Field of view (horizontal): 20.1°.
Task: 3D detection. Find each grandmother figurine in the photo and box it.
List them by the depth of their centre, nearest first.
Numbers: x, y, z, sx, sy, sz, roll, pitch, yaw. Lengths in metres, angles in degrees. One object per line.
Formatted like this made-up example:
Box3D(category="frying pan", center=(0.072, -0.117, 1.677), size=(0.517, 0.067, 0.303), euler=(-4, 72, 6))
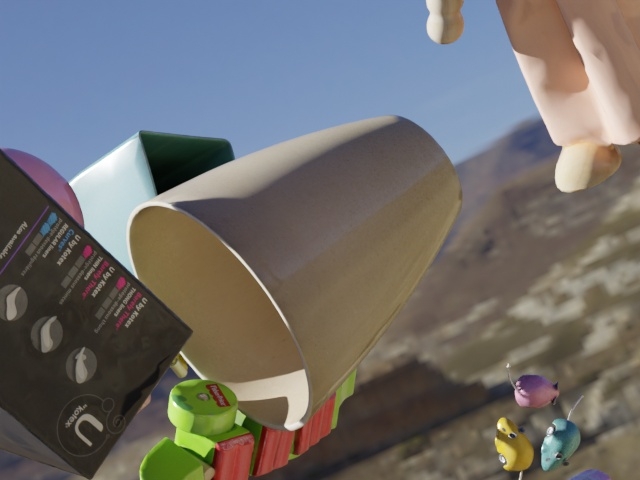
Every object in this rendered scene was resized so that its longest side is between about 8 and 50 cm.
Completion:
Box3D(category="grandmother figurine", center=(0.165, -0.211, 1.289), size=(0.208, 0.342, 0.104), euler=(-32, 25, -3))

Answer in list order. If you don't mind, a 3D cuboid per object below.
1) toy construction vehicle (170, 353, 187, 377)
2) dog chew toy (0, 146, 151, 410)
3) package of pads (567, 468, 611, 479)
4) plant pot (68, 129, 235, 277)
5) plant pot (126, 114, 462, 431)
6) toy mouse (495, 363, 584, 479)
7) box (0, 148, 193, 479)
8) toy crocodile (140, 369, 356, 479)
Box3D(category="toy construction vehicle", center=(-0.134, 0.125, 2.051), size=(0.035, 0.086, 0.098), euler=(-14, 36, 25))
Box3D(category="dog chew toy", center=(-0.306, 0.062, 1.970), size=(0.206, 0.332, 0.206), euler=(-39, 1, 1))
Box3D(category="package of pads", center=(0.172, 0.200, 1.272), size=(0.083, 0.050, 0.032), euler=(-23, 16, -32))
Box3D(category="plant pot", center=(-0.224, -0.006, 2.163), size=(0.234, 0.165, 0.166), euler=(-25, -16, 33))
Box3D(category="plant pot", center=(0.000, 0.000, 1.740), size=(0.274, 0.256, 0.256), euler=(-37, 3, -26))
Box3D(category="toy mouse", center=(0.258, 0.204, 2.043), size=(0.143, 0.161, 0.031), euler=(-21, 12, -33))
Box3D(category="box", center=(-0.255, 0.034, 1.314), size=(0.165, 0.270, 0.143), euler=(6, 57, 52))
Box3D(category="toy crocodile", center=(-0.063, 0.188, 1.801), size=(0.105, 0.115, 0.340), euler=(26, 30, 29))
